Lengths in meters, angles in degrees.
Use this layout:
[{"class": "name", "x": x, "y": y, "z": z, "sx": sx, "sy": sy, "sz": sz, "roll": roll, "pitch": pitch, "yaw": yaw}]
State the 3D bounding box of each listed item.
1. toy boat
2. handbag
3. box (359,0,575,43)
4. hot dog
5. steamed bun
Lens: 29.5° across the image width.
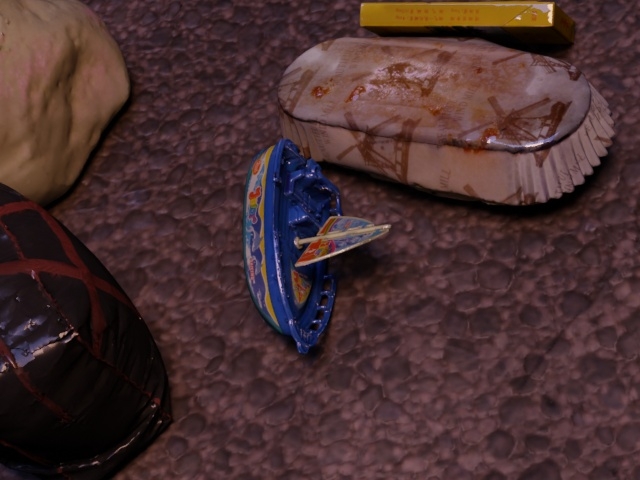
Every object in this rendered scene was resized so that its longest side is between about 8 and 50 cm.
[{"class": "toy boat", "x": 0.000, "y": 0.000, "z": 0.877, "sx": 0.110, "sy": 0.091, "sz": 0.175, "roll": -16, "pitch": 54, "yaw": 29}, {"class": "handbag", "x": -0.219, "y": 0.061, "z": 0.861, "sx": 0.155, "sy": 0.169, "sz": 0.215, "roll": -39, "pitch": 53, "yaw": -9}, {"class": "box", "x": 0.118, "y": -0.172, "z": 0.968, "sx": 0.155, "sy": 0.087, "sz": 0.023, "roll": 4, "pitch": 88, "yaw": 23}, {"class": "hot dog", "x": 0.091, "y": -0.099, "z": 0.930, "sx": 0.268, "sy": 0.075, "sz": 0.144, "roll": 15, "pitch": 57, "yaw": 32}, {"class": "steamed bun", "x": -0.342, "y": -0.134, "z": 1.028, "sx": 0.320, "sy": 0.206, "sz": 0.275, "roll": -34, "pitch": 53, "yaw": -2}]
